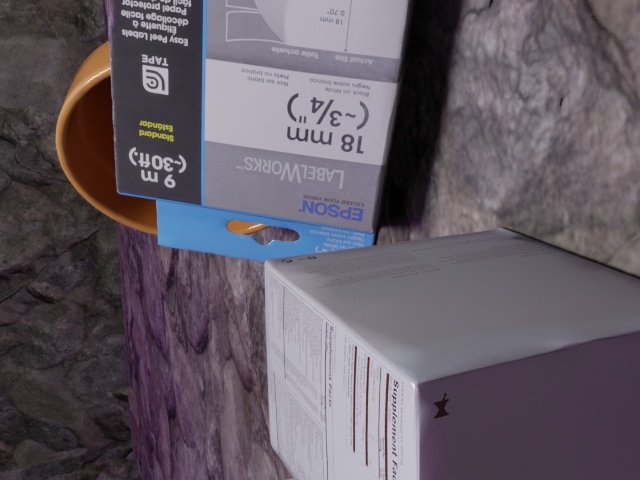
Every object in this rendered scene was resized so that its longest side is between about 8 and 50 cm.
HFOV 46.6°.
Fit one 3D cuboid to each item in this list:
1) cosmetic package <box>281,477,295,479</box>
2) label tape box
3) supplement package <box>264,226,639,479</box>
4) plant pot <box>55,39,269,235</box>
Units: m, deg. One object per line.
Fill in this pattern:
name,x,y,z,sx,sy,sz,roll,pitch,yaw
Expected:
cosmetic package,-0.053,0.403,1.079,0.239,0.061,0.098,130,131,-61
label tape box,-0.054,-0.095,0.672,0.106,0.241,0.333,-72,-10,-59
supplement package,0.090,0.094,0.459,0.203,0.194,0.149,-148,53,-63
plant pot,-0.142,-0.166,0.876,0.290,0.291,0.203,111,162,-49
